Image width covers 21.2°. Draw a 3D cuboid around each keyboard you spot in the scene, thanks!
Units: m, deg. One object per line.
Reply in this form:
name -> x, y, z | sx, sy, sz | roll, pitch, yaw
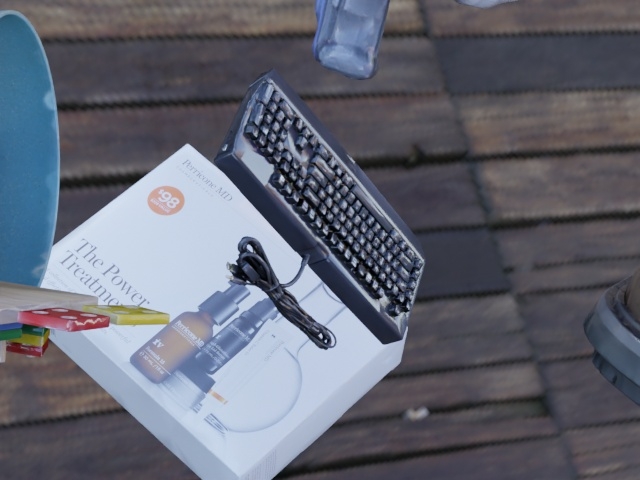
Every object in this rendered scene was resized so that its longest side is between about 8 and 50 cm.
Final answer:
keyboard -> 0.000, 0.000, 1.647 | 0.317, 0.033, 0.201 | 47, 55, -39

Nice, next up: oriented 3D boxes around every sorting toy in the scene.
sorting toy -> -0.247, 0.060, 1.254 | 0.132, 0.275, 0.046 | -5, 101, -64

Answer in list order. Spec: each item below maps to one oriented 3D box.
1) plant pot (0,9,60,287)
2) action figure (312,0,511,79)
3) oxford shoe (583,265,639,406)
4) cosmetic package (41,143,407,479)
plant pot -> -0.385, -0.074, 1.641 | 0.195, 0.290, 0.290 | 0, 60, 8
action figure -> 0.124, -0.213, 0.577 | 0.179, 0.341, 0.330 | 20, 27, 12
oxford shoe -> 0.138, 0.001, 0.411 | 0.083, 0.096, 0.227 | 38, 28, 26
cosmetic package -> -0.130, 0.093, 2.037 | 0.377, 0.097, 0.284 | 39, 60, 20
